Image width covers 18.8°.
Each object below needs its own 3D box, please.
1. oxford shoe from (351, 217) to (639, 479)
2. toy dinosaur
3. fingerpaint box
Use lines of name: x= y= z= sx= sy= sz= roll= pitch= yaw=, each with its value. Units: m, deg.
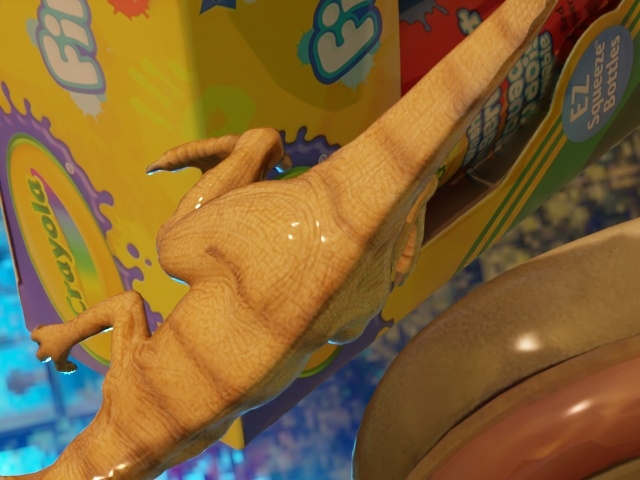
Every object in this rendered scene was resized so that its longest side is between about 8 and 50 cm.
oxford shoe: x=0.142 y=0.010 z=0.459 sx=0.146 sy=0.397 sz=0.140 roll=52 pitch=129 yaw=30
toy dinosaur: x=0.000 y=0.000 z=0.396 sx=0.064 sy=0.211 sz=0.112 roll=40 pitch=-163 yaw=-10
fingerpaint box: x=0.012 y=-0.192 z=0.884 sx=0.163 sy=0.371 sz=0.445 roll=25 pitch=135 yaw=35
